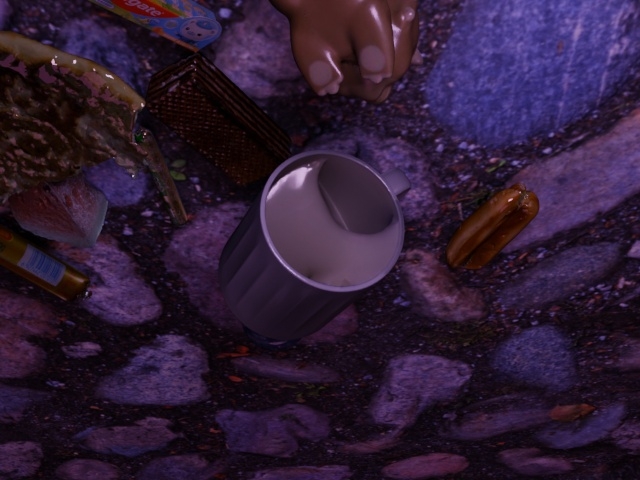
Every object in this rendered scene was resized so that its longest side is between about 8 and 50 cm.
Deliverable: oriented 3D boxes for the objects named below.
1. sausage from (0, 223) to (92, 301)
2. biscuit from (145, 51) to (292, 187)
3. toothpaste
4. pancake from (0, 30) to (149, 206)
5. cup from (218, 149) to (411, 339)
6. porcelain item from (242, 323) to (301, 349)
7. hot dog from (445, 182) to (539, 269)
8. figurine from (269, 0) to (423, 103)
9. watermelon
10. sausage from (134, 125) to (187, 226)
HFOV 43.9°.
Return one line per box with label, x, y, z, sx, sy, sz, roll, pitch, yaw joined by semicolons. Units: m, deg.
sausage;-0.589;0.029;1.551;0.082;0.082;0.371;-22;139;29
biscuit;-0.152;-0.181;1.240;0.106;0.070;0.252;-20;140;29
toothpaste;-0.209;-0.309;1.028;0.070;0.044;0.193;-23;159;30
pancake;-0.462;-0.190;1.203;0.427;0.067;0.305;-11;131;17
cup;0.000;0.000;1.350;0.237;0.323;0.327;52;153;6
porcelain item;-0.094;0.142;1.623;0.147;0.147;0.114;-2;144;5
hot dog;0.303;-0.024;1.442;0.100;0.068;0.249;4;148;-21
figurine;0.034;-0.296;1.002;0.177;0.173;0.247;-34;100;34
watermelon;-0.480;-0.099;1.372;0.154;0.094;0.241;6;144;11
sausage;-0.274;-0.106;1.381;0.033;0.033;0.269;-3;144;6
